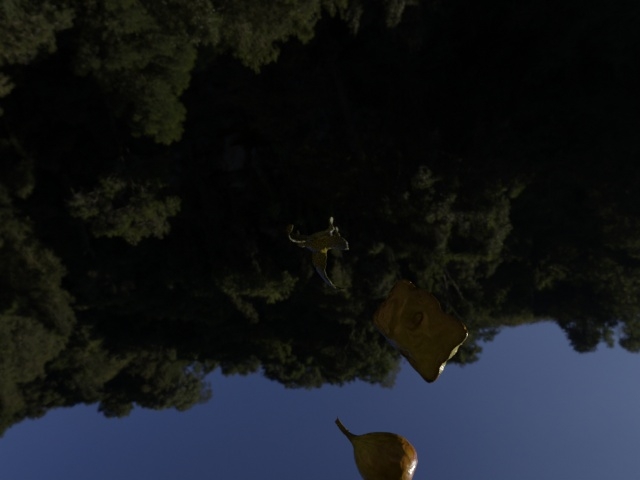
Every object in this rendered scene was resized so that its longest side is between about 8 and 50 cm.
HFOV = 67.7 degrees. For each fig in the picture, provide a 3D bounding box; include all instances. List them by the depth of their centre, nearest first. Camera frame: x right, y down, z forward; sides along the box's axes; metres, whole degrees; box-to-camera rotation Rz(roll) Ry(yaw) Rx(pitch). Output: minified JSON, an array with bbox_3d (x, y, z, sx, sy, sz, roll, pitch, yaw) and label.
[{"bbox_3d":[0.140,0.569,1.295,0.257,0.159,0.159,35,-134,24],"label":"fig"}]

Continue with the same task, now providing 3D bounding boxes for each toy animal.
[{"bbox_3d":[0.000,0.000,0.994,0.095,0.219,0.155,-34,-147,4],"label":"toy animal"}]

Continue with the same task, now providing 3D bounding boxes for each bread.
[{"bbox_3d":[0.239,0.209,1.150,0.161,0.088,0.233,-51,-126,8],"label":"bread"}]
